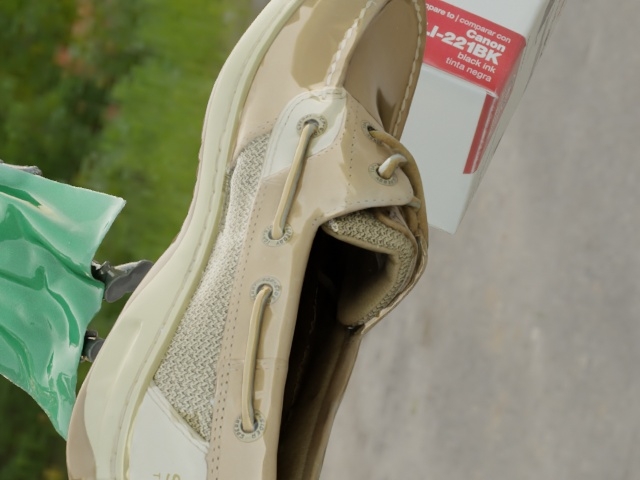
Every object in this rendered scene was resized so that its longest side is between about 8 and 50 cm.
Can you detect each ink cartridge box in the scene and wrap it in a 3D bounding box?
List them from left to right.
[{"bbox_3d":[0.122,-0.175,1.533,0.197,0.114,0.273,101,-167,-57],"label":"ink cartridge box"}]

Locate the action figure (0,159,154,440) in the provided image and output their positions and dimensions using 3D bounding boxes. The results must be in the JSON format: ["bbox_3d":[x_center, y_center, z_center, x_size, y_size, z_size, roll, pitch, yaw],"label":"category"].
[{"bbox_3d":[-0.191,-0.004,1.048,0.232,0.063,0.137,29,109,32],"label":"action figure"}]

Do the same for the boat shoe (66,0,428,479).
[{"bbox_3d":[0.000,0.000,0.905,0.341,0.110,0.121,-68,-31,-31],"label":"boat shoe"}]
